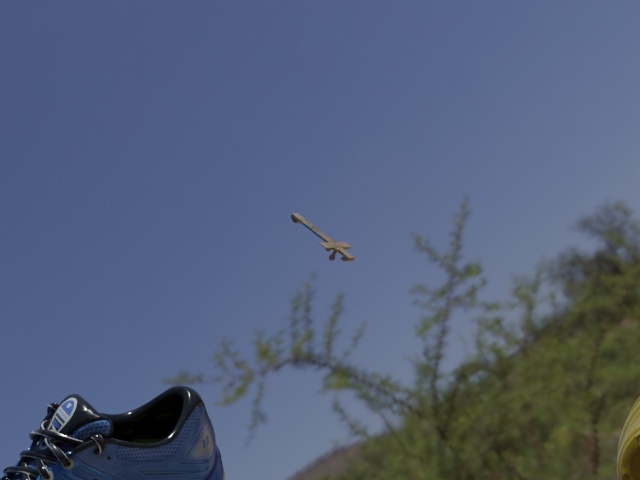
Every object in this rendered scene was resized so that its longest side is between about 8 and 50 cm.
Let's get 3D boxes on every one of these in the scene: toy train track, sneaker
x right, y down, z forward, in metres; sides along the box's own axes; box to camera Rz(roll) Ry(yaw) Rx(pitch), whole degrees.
[{"bbox_3d":[0.000,0.000,1.282,0.048,0.083,0.014,-1,-56,-56],"label":"toy train track"},{"bbox_3d":[-0.236,0.207,1.094,0.330,0.129,0.147,-19,-63,-35],"label":"sneaker"}]

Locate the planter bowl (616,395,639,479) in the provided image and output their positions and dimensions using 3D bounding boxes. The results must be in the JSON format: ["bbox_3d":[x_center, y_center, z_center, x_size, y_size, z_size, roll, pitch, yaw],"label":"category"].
[{"bbox_3d":[0.378,0.242,1.325,0.090,0.217,0.217,2,-35,-41],"label":"planter bowl"}]
